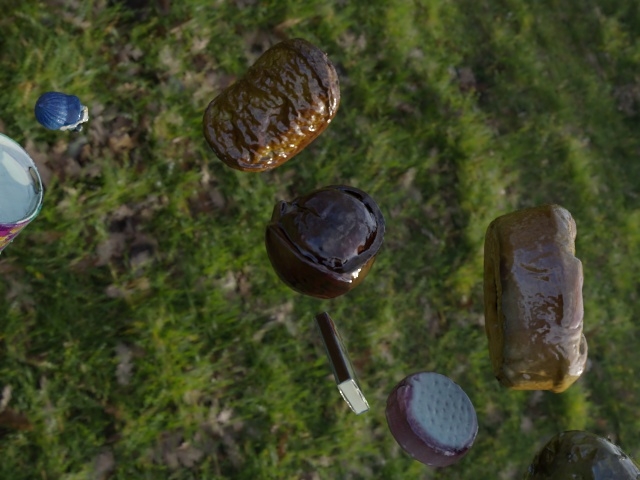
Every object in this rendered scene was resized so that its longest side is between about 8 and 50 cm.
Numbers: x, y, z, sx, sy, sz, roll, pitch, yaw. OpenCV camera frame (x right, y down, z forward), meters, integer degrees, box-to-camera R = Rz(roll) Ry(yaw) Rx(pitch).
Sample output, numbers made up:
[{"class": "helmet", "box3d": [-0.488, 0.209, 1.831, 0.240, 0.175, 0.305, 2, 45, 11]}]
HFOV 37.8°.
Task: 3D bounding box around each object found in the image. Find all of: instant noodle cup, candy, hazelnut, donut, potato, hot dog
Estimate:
[{"class": "instant noodle cup", "box3d": [-0.640, -0.078, 1.712, 0.251, 0.190, 0.251, 32, 44, -37]}, {"class": "candy", "box3d": [0.118, 0.186, 0.985, 0.103, 0.043, 0.103, 21, 46, -23]}, {"class": "hazelnut", "box3d": [0.008, 0.003, 1.427, 0.202, 0.170, 0.161, -56, 150, -67]}, {"class": "donut", "box3d": [0.365, 0.097, 1.599, 0.299, 0.150, 0.317, 85, 5, -61]}, {"class": "potato", "box3d": [0.286, 0.315, 0.962, 0.141, 0.191, 0.296, -40, 132, -37]}, {"class": "hot dog", "box3d": [-0.047, -0.132, 0.913, 0.099, 0.147, 0.065, 52, 13, 14]}]

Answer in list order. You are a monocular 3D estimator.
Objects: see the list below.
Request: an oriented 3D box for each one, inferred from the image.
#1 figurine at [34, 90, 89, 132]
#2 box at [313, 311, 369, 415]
[{"class": "figurine", "box3d": [-0.505, -0.253, 1.850, 0.087, 0.086, 0.149, 37, 2, 1]}, {"class": "box", "box3d": [0.039, 0.233, 1.777, 0.115, 0.036, 0.177, 61, 5, -43]}]
